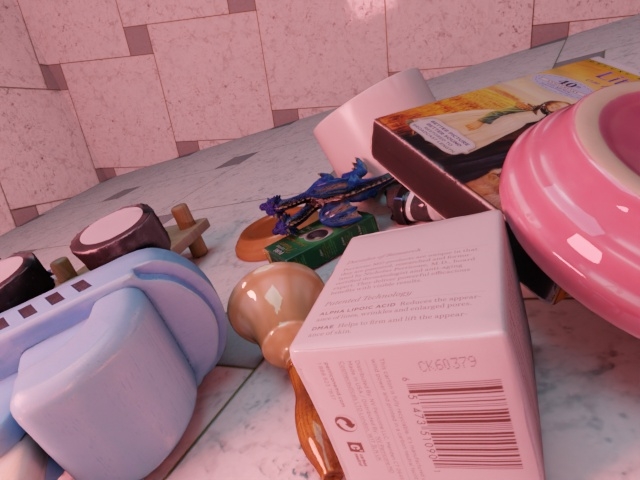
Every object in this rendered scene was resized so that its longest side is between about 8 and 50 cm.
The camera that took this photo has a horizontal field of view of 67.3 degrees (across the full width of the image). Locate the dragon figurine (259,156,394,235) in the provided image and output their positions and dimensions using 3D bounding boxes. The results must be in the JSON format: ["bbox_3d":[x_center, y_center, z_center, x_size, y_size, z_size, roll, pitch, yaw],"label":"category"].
[{"bbox_3d":[0.033,-0.078,0.838,0.289,0.085,0.144,-10,24,31],"label":"dragon figurine"}]

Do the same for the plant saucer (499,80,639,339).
[{"bbox_3d":[0.332,-0.044,0.410,0.332,0.084,0.332,1,45,-1],"label":"plant saucer"}]

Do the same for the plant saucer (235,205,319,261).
[{"bbox_3d":[-0.087,-0.022,0.996,0.200,0.037,0.200,-17,22,7],"label":"plant saucer"}]

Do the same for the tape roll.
[{"bbox_3d":[0.131,-0.208,0.974,0.246,0.169,0.246,-30,2,1],"label":"tape roll"}]

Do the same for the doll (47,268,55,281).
[{"bbox_3d":[-0.741,0.113,1.245,0.129,0.046,0.189,-32,24,-29],"label":"doll"}]

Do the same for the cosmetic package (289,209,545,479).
[{"bbox_3d":[0.094,0.088,0.409,0.151,0.151,0.183,-11,22,24],"label":"cosmetic package"}]

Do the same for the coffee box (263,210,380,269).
[{"bbox_3d":[0.000,0.000,0.859,0.184,0.040,0.113,-28,22,-21],"label":"coffee box"}]

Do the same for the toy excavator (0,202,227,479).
[{"bbox_3d":[-0.271,0.192,0.448,0.433,0.222,0.445,-28,31,-15],"label":"toy excavator"}]

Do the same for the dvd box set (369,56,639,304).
[{"bbox_3d":[0.319,-0.113,0.592,0.420,0.062,0.307,-20,45,-20],"label":"dvd box set"}]

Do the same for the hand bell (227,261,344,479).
[{"bbox_3d":[-0.021,0.136,0.498,0.126,0.126,0.242,-22,33,-5],"label":"hand bell"}]

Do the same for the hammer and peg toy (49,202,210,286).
[{"bbox_3d":[-0.441,0.039,1.040,0.361,0.127,0.266,-11,23,23],"label":"hammer and peg toy"}]

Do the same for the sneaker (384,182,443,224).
[{"bbox_3d":[0.185,-0.103,0.889,0.121,0.079,0.217,-5,27,32],"label":"sneaker"}]
